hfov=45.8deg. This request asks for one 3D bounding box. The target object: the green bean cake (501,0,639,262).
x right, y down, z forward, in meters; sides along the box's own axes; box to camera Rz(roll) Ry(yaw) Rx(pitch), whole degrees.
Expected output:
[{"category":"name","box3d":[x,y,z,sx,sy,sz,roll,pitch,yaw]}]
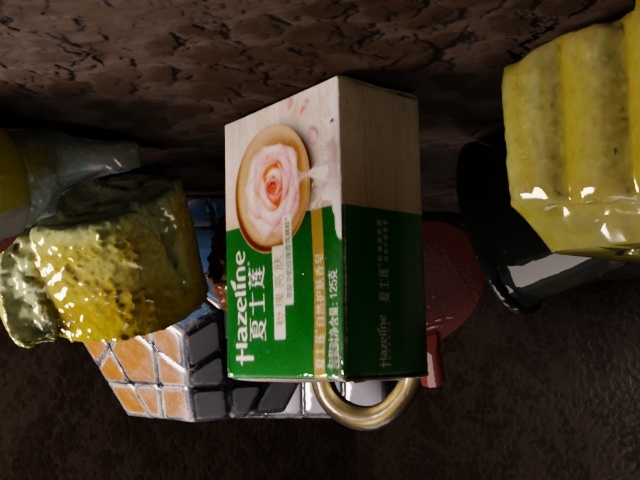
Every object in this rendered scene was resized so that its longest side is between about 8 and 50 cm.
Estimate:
[{"category":"green bean cake","box3d":[0.252,-0.055,0.433,0.236,0.124,0.233,6,170,-42]}]

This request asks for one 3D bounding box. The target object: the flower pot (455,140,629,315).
[{"category":"flower pot","box3d":[0.195,-0.027,0.628,0.107,0.157,0.157,-22,163,31]}]

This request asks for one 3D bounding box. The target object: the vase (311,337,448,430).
[{"category":"vase","box3d":[0.066,0.163,1.321,0.302,0.329,0.241,-9,166,16]}]

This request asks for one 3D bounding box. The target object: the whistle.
[{"category":"whistle","box3d":[-0.237,-0.039,0.576,0.223,0.122,0.123,-15,-176,-42]}]

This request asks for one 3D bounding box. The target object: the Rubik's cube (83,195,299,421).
[{"category":"Rubik's cube","box3d":[-0.140,0.086,0.961,0.319,0.319,0.264,-1,147,1]}]

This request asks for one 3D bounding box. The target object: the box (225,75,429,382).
[{"category":"box","box3d":[0.000,0.000,0.535,0.081,0.199,0.135,8,167,-39]}]

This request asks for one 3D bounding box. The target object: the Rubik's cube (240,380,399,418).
[{"category":"Rubik's cube","box3d":[-0.003,0.196,1.619,0.344,0.337,0.344,-2,174,9]}]

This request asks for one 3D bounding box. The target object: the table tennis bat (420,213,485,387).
[{"category":"table tennis bat","box3d":[0.155,0.098,1.145,0.200,0.310,0.038,-13,-148,-2]}]

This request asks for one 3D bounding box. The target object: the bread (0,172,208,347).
[{"category":"bread","box3d":[-0.221,0.004,0.719,0.186,0.124,0.257,-14,-162,-28]}]

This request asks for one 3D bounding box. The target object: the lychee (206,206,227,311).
[{"category":"lychee","box3d":[-0.011,0.017,0.737,0.200,0.200,0.238,-6,-176,38]}]
